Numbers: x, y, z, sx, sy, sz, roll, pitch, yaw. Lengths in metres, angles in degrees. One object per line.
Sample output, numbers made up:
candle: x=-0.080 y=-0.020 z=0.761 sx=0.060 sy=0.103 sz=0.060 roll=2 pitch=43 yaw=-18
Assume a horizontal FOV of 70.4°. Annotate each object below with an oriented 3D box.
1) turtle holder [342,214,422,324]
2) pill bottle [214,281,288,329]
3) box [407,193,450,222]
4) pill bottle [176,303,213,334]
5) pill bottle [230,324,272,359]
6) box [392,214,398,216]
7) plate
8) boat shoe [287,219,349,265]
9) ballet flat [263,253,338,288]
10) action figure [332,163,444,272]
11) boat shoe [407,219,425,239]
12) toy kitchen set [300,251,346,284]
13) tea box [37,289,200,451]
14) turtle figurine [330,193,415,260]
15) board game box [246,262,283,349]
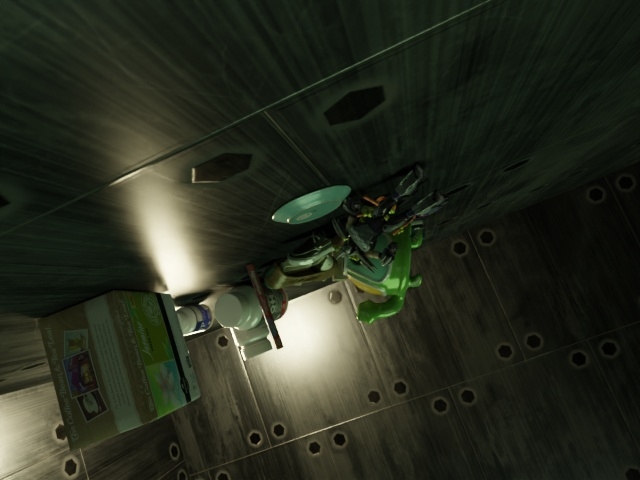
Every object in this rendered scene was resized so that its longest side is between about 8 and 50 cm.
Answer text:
turtle holder: x=0.183 y=0.075 z=1.442 sx=0.227 sy=0.321 sz=0.243 roll=1 pitch=-151 yaw=-2
pill bottle: x=-0.276 y=0.260 z=1.820 sx=0.176 sy=0.176 sz=0.318 roll=-25 pitch=170 yaw=23
box: x=0.373 y=-0.111 z=1.598 sx=0.116 sy=0.029 sz=0.162 roll=-19 pitch=169 yaw=-10
pill bottle: x=-0.521 y=0.315 z=1.799 sx=0.112 sy=0.112 sz=0.186 roll=-25 pitch=170 yaw=20
pill bottle: x=-0.323 y=0.375 z=2.030 sx=0.160 sy=0.283 sz=0.160 roll=-20 pitch=170 yaw=-4
box: x=0.194 y=-0.033 z=1.571 sx=0.168 sy=0.054 sz=0.059 roll=-18 pitch=170 yaw=-13
plate: x=-0.016 y=-0.072 z=1.012 sx=0.188 sy=0.024 sz=0.188 roll=-21 pitch=171 yaw=-4
boat shoe: x=0.000 y=0.000 z=1.317 sx=0.219 sy=0.078 sz=0.070 roll=-25 pitch=130 yaw=-12
ballet flat: x=-0.047 y=0.086 z=1.632 sx=0.342 sy=0.116 sz=0.124 roll=-9 pitch=146 yaw=-37
action figure: x=0.143 y=-0.047 z=1.064 sx=0.285 sy=0.185 sz=0.099 roll=-39 pitch=176 yaw=9
boat shoe: x=0.264 y=-0.012 z=1.672 sx=0.254 sy=0.079 sz=0.095 roll=-14 pitch=173 yaw=28
toy kitchen set: x=-0.011 y=0.115 z=1.873 sx=0.207 sy=0.122 sz=0.166 roll=1 pitch=166 yaw=-9
tea box: x=-0.519 y=0.326 z=1.220 sx=0.219 sy=0.329 sz=0.323 roll=-21 pitch=171 yaw=4
turtle figurine: x=0.127 y=-0.048 z=1.237 sx=0.217 sy=0.087 sz=0.269 roll=-44 pitch=149 yaw=22
board game box: x=-0.181 y=0.218 z=1.479 sx=0.027 sy=0.281 sz=0.145 roll=-20 pitch=170 yaw=-9
